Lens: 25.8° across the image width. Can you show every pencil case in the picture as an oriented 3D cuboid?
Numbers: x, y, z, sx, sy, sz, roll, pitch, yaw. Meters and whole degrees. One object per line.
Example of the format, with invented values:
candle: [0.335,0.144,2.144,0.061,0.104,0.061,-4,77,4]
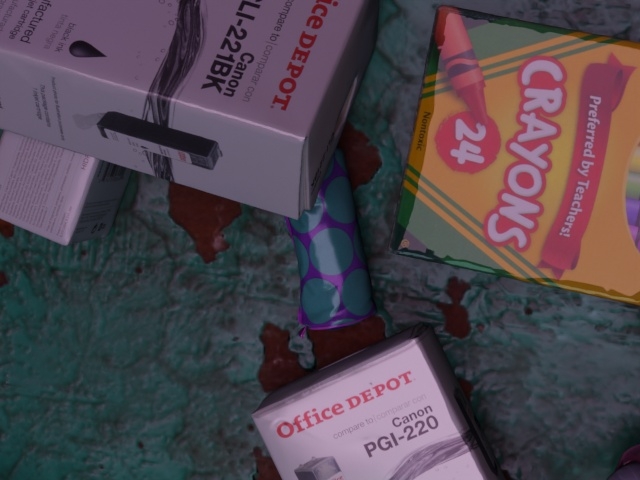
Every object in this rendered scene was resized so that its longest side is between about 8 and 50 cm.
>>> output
pencil case: [0.000,0.000,1.160,0.070,0.064,0.151,-13,92,-5]

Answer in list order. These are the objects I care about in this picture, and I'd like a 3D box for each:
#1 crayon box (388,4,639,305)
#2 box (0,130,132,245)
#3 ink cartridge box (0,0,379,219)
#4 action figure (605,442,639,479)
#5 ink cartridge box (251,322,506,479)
crayon box: [0.230,-0.058,1.105,0.318,0.081,0.202,11,97,9]
box: [-0.217,-0.059,1.175,0.087,0.101,0.102,23,99,8]
ink cartridge box: [-0.107,-0.157,1.094,0.273,0.114,0.197,17,60,6]
action figure: [0.333,0.159,1.067,0.248,0.276,0.370,29,131,26]
ink cartridge box: [0.063,0.198,1.153,0.158,0.092,0.218,-26,88,11]
